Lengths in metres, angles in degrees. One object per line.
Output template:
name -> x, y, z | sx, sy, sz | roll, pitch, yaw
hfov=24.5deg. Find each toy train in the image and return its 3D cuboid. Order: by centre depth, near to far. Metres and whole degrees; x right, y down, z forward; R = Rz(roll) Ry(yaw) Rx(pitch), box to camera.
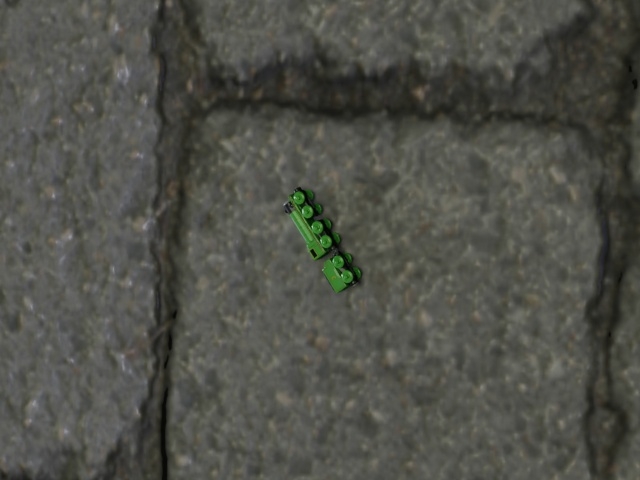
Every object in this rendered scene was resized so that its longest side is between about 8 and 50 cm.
toy train -> 0.000, 0.000, 1.057 | 0.024, 0.017, 0.083 | -37, 80, 30
